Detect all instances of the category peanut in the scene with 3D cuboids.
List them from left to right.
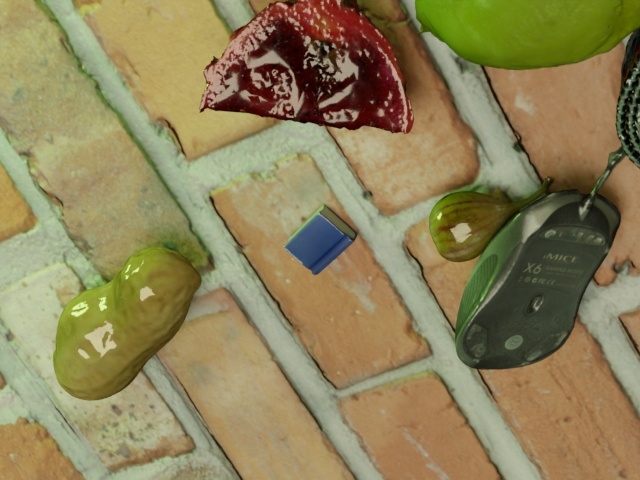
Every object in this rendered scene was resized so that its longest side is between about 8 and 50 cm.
[{"bbox_3d":[-0.291,0.120,2.137,0.147,0.147,0.319,40,127,-6],"label":"peanut"}]

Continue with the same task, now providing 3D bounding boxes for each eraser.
[{"bbox_3d":[0.000,0.000,2.027,0.063,0.027,0.084,41,124,-8],"label":"eraser"}]

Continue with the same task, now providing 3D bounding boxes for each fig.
[{"bbox_3d":[0.207,-0.042,1.894,0.093,0.093,0.166,44,119,-9],"label":"fig"}]

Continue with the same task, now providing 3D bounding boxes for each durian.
[{"bbox_3d":[0.253,-0.312,1.657,0.256,0.204,0.340,56,130,20],"label":"durian"}]

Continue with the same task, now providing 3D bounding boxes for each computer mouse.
[{"bbox_3d":[0.282,0.017,1.886,0.167,0.090,0.379,9,126,-30],"label":"computer mouse"}]

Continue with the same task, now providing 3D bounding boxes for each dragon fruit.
[{"bbox_3d":[-0.004,-0.242,1.835,0.262,0.134,0.212,10,112,-4],"label":"dragon fruit"}]

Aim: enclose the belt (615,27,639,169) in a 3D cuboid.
[{"bbox_3d":[0.449,-0.187,1.680,0.207,0.150,0.257,25,126,-6],"label":"belt"}]
